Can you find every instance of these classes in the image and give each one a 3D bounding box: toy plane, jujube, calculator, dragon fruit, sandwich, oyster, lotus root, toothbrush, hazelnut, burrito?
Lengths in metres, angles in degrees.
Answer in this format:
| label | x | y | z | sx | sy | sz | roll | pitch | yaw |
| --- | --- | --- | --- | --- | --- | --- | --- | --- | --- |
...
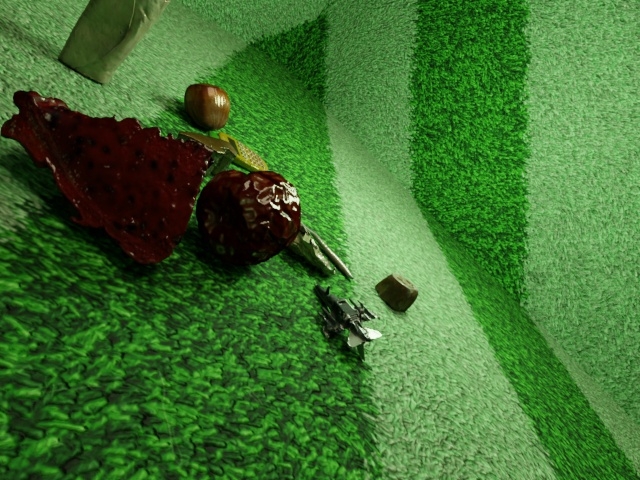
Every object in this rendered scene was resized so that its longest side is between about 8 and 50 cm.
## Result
| label | x | y | z | sx | sy | sz | roll | pitch | yaw |
| --- | --- | --- | --- | --- | --- | --- | --- | --- | --- |
| toy plane | 0.053 | 0.166 | 1.085 | 0.160 | 0.082 | 0.234 | -13 | 52 | -32 |
| jujube | -0.142 | -0.051 | 0.988 | 0.213 | 0.213 | 0.232 | 44 | 18 | 8 |
| calculator | -0.264 | -0.282 | 1.491 | 0.235 | 0.032 | 0.146 | 26 | 25 | -38 |
| dragon fruit | -0.385 | -0.108 | 0.850 | 0.329 | 0.227 | 0.286 | 18 | 1 | -19 |
| sandwich | -0.295 | -0.224 | 1.242 | 0.088 | 0.090 | 0.244 | 41 | 18 | 12 |
| oyster | -0.037 | 0.023 | 1.240 | 0.209 | 0.072 | 0.133 | 50 | 5 | -37 |
| lotus root | 0.237 | 0.155 | 1.436 | 0.122 | 0.081 | 0.112 | 16 | 25 | -48 |
| toothbrush | 0.000 | 0.000 | 1.388 | 0.307 | 0.029 | 0.025 | 48 | 16 | 17 |
| hazelnut | -0.365 | -0.424 | 1.487 | 0.150 | 0.150 | 0.150 | 35 | 22 | -16 |
| burrito | -0.535 | -0.553 | 1.199 | 0.143 | 0.299 | 0.105 | 40 | 16 | -20 |
